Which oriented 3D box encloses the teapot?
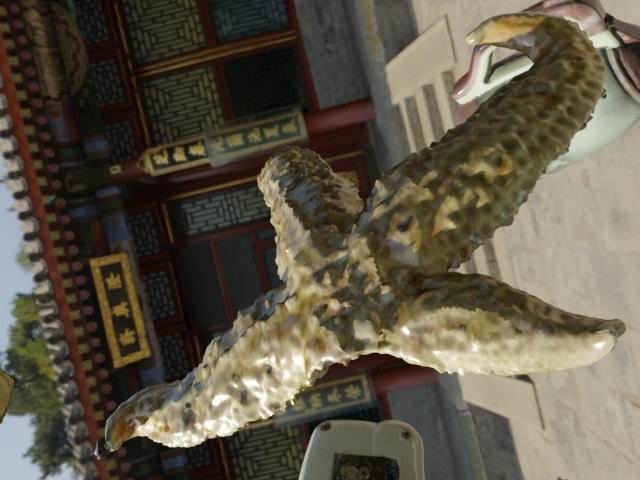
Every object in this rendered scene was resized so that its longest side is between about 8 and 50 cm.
[{"bbox_3d":[0.397,-0.269,0.927,0.315,0.312,0.233,28,-123,-27],"label":"teapot"}]

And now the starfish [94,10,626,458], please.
[{"bbox_3d":[0.000,0.000,0.428,0.082,0.432,0.323,35,-131,-36],"label":"starfish"}]

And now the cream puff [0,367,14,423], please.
[{"bbox_3d":[-0.669,0.306,0.914,0.270,0.274,0.323,49,178,33],"label":"cream puff"}]

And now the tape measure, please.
[{"bbox_3d":[0.088,0.469,1.009,0.130,0.265,0.258,93,-179,-48],"label":"tape measure"}]

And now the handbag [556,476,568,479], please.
[{"bbox_3d":[0.555,0.559,1.184,0.061,0.083,0.027,-45,-50,-43],"label":"handbag"}]
